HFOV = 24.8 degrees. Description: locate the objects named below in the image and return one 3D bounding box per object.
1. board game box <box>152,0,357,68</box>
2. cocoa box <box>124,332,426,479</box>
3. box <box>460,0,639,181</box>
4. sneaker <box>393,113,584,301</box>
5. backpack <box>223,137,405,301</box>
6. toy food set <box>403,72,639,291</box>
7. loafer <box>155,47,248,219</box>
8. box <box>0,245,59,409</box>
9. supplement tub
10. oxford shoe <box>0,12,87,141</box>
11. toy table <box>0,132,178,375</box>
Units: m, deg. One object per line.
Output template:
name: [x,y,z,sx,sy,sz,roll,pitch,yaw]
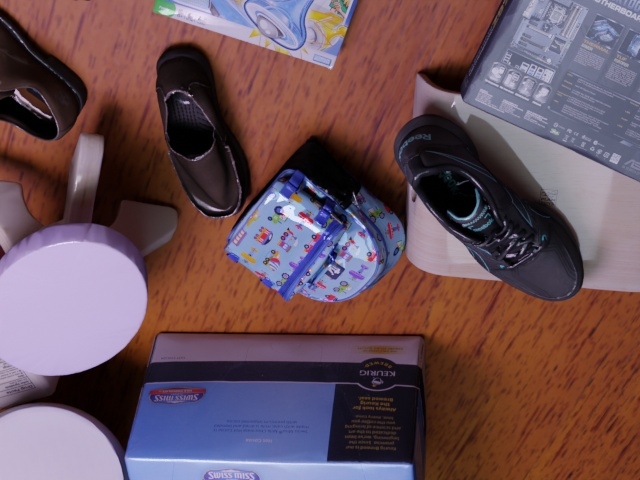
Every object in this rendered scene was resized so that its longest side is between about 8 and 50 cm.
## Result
board game box: [-0.061,-0.270,1.507,0.201,0.035,0.136,16,128,-6]
cocoa box: [-0.044,0.271,1.813,0.347,0.228,0.231,0,128,7]
box: [0.284,-0.180,1.470,0.232,0.059,0.183,23,113,-6]
sneaker: [0.176,-0.015,1.533,0.267,0.106,0.101,40,111,-16]
backpack: [0.000,0.000,1.645,0.173,0.117,0.158,40,123,-7]
toy food set: [0.250,-0.068,1.611,0.306,0.092,0.220,4,117,2]
loafer: [-0.141,-0.104,1.621,0.080,0.078,0.220,-9,127,14]
box: [-0.430,0.085,1.777,0.148,0.127,0.232,-16,125,18]
supplement tub: [-0.348,0.328,1.822,0.228,0.228,0.316,15,162,-5]
oxford shoe: [-0.359,-0.188,1.572,0.227,0.096,0.083,33,127,-16]
toy table: [-0.289,0.016,1.652,0.252,0.161,0.274,17,140,-27]
